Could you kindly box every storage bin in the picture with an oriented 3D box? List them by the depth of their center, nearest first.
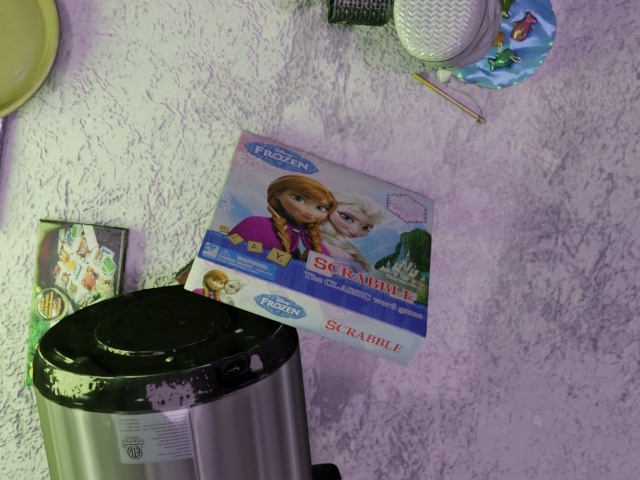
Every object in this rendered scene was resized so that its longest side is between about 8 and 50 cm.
[{"bbox_3d":[0.060,-0.405,1.463,0.084,0.122,0.180,2,98,-4],"label":"storage bin"}]

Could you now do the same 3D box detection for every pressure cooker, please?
[{"bbox_3d":[-0.197,0.305,1.408,0.369,0.375,0.421,7,111,37],"label":"pressure cooker"}]

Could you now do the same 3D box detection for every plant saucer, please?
[{"bbox_3d":[-0.514,-0.302,1.462,0.277,0.041,0.278,0,90,-5],"label":"plant saucer"}]

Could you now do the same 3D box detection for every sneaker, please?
[{"bbox_3d":[0.188,-0.397,1.390,0.137,0.210,0.366,9,83,14],"label":"sneaker"}]

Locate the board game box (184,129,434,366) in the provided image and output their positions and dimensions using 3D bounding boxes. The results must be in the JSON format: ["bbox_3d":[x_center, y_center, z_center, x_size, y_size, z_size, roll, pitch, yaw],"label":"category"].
[{"bbox_3d":[0.000,0.000,1.426,0.318,0.318,0.066,20,127,-7],"label":"board game box"}]

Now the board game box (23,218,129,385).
[{"bbox_3d":[-0.374,0.102,1.553,0.136,0.030,0.260,7,97,-7],"label":"board game box"}]

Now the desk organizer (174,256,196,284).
[{"bbox_3d":[-0.158,0.033,1.548,0.130,0.047,0.050,-40,101,2],"label":"desk organizer"}]

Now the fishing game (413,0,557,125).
[{"bbox_3d":[0.257,-0.315,1.502,0.189,0.041,0.264,37,111,-9],"label":"fishing game"}]

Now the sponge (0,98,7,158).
[{"bbox_3d":[-0.538,-0.119,1.508,0.117,0.031,0.210,10,97,-6],"label":"sponge"}]
